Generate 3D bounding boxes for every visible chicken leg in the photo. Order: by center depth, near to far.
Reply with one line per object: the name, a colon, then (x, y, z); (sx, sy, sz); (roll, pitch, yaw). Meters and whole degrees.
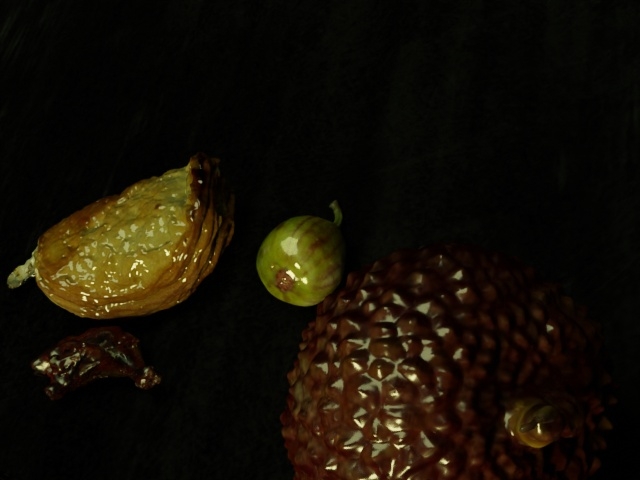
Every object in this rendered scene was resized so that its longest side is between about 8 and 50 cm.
chicken leg: (-0.244, 0.137, 1.522); (0.219, 0.048, 0.089); (-8, 48, 37)

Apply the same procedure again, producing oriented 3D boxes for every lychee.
lychee: (0.100, 0.131, 1.035); (0.264, 0.264, 0.300); (-50, 17, -15)

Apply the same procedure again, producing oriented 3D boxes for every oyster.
oyster: (-0.371, 0.036, 1.780); (0.083, 0.019, 0.054); (-40, 33, 2)

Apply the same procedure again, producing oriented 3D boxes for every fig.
fig: (-0.008, -0.008, 1.435); (0.093, 0.093, 0.166); (-8, 44, 36)

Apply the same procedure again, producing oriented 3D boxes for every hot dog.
hot dog: (-0.207, 0.005, 1.587); (0.259, 0.114, 0.175); (-24, 41, 23)

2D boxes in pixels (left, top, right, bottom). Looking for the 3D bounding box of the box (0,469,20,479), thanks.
box: (-0.301, 0.312, 1.295); (0.135, 0.151, 0.151); (-52, 36, -4)
